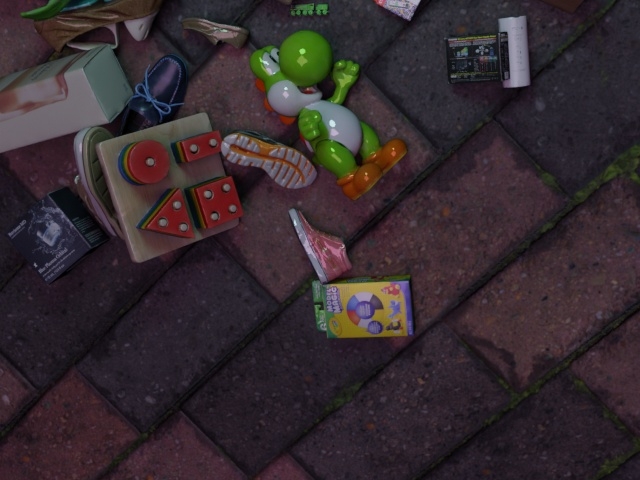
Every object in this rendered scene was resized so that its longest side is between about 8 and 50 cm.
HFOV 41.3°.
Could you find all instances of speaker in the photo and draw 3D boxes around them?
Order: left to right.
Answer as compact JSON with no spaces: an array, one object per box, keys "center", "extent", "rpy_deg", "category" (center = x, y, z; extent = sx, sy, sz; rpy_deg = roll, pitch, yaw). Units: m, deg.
[{"center":[0.378,-0.366,1.654],"extent":[0.055,0.055,0.136],"rpy_deg":[-4,104,13],"category":"speaker"}]

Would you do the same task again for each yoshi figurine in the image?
[{"center":[0.016,-0.273,1.696],"extent":[0.203,0.203,0.362],"rpy_deg":[-43,90,3],"category":"yoshi figurine"}]

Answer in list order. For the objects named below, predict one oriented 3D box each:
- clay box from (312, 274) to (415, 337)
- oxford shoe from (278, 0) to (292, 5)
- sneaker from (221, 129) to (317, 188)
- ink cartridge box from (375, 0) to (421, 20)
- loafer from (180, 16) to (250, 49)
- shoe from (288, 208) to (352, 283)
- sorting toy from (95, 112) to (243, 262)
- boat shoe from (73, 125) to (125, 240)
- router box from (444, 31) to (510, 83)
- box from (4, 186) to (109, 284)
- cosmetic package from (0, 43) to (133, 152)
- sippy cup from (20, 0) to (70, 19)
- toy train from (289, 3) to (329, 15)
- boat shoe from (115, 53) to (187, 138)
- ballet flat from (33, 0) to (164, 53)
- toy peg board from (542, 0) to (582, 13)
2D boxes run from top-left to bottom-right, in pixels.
[{"center":[0.090,0.146,1.853],"extent":[0.222,0.053,0.127],"rpy_deg":[-4,103,12],"category":"clay box"},{"center":[0.002,-0.617,1.655],"extent":[0.130,0.123,0.348],"rpy_deg":[36,110,-27],"category":"oxford shoe"},{"center":[-0.104,-0.181,1.796],"extent":[0.215,0.083,0.084],"rpy_deg":[25,111,-15],"category":"sneaker"},{"center":[0.143,-0.489,1.684],"extent":[0.115,0.029,0.062],"rpy_deg":[29,109,3],"category":"ink cartridge box"},{"center":[-0.221,-0.430,1.762],"extent":[0.148,0.056,0.050],"rpy_deg":[13,101,9],"category":"loafer"},{"center":[0.000,0.000,1.833],"extent":[0.081,0.063,0.178],"rpy_deg":[-26,86,-5],"category":"shoe"},{"center":[-0.298,-0.114,1.762],"extent":[0.089,0.256,0.257],"rpy_deg":[2,111,55],"category":"sorting toy"},{"center":[-0.473,-0.120,1.817],"extent":[0.103,0.113,0.302],"rpy_deg":[18,140,25],"category":"boat shoe"},{"center":[0.305,-0.355,1.656],"extent":[0.123,0.038,0.092],"rpy_deg":[6,109,39],"category":"router box"},{"center":[-0.601,-0.011,1.937],"extent":[0.156,0.093,0.158],"rpy_deg":[-37,93,18],"category":"box"},{"center":[-0.571,-0.299,1.801],"extent":[0.296,0.153,0.129],"rpy_deg":[-12,119,17],"category":"cosmetic package"},{"center":[-0.605,-0.616,1.718],"extent":[0.224,0.305,0.240],"rpy_deg":[-16,143,26],"category":"sippy cup"},{"center":[-0.023,-0.470,1.731],"extent":[0.083,0.017,0.023],"rpy_deg":[3,95,11],"category":"toy train"},{"center":[-0.361,-0.273,1.817],"extent":[0.109,0.089,0.258],"rpy_deg":[27,109,4],"category":"boat shoe"},{"center":[-0.436,-0.467,1.780],"extent":[0.343,0.116,0.124],"rpy_deg":[-13,122,15],"category":"ballet flat"},{"center":[0.421,-0.503,1.562],"extent":[0.161,0.160,0.079],"rpy_deg":[25,93,4],"category":"toy peg board"}]
